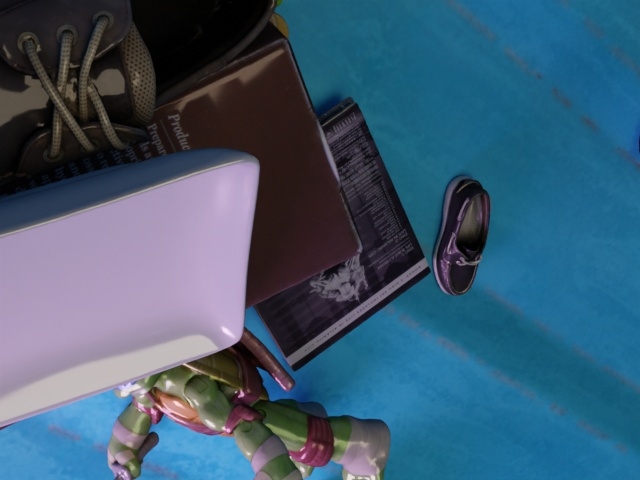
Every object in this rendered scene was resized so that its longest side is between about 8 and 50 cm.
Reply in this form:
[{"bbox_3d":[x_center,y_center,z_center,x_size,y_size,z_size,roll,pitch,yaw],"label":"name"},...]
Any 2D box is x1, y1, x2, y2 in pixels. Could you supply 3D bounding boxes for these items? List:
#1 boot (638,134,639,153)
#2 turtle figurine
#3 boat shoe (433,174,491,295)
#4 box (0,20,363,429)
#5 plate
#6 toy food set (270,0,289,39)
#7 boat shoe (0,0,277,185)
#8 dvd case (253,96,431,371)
[{"bbox_3d":[0.433,-0.166,1.232,0.178,0.085,0.236,5,118,-34],"label":"boot"},{"bbox_3d":[-0.085,0.197,1.061,0.266,0.275,0.198,18,139,-40],"label":"turtle figurine"},{"bbox_3d":[0.139,0.001,1.179,0.046,0.038,0.125,-7,118,-27],"label":"boat shoe"},{"bbox_3d":[-0.182,-0.011,0.903,0.381,0.143,0.191,-25,125,-6],"label":"box"},{"bbox_3d":[-0.178,0.040,0.761,0.277,0.045,0.278,-18,156,-14],"label":"plate"},{"bbox_3d":[-0.090,-0.153,0.974,0.132,0.038,0.192,7,122,-27],"label":"toy food set"},{"bbox_3d":[-0.155,-0.113,0.725,0.355,0.130,0.132,-44,137,-40],"label":"boat shoe"},{"bbox_3d":[0.000,0.000,1.103,0.164,0.018,0.221,-36,131,-9],"label":"dvd case"}]
